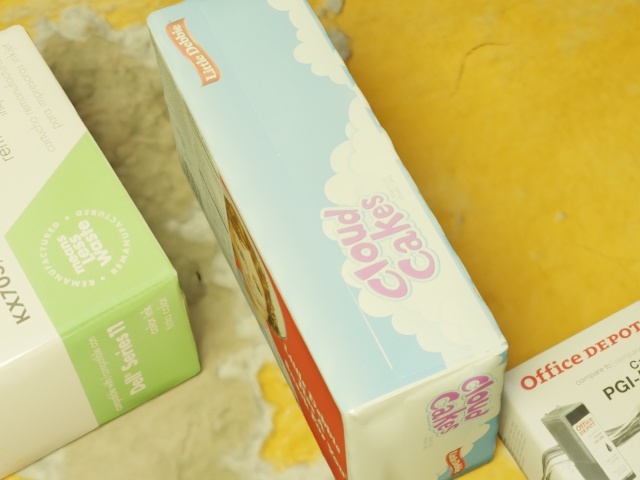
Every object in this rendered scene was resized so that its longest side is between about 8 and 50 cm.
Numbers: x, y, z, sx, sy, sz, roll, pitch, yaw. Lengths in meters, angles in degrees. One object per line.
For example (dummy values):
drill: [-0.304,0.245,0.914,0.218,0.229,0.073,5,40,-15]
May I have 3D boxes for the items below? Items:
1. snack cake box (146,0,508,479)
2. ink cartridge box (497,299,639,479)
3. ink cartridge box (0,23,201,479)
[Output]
snack cake box: [0.000,0.000,0.755,0.089,0.152,0.264,-22,61,-11]
ink cartridge box: [0.165,0.114,0.736,0.099,0.056,0.135,-27,62,-12]
ink cartridge box: [-0.271,0.053,0.754,0.354,0.119,0.207,-28,62,-14]
